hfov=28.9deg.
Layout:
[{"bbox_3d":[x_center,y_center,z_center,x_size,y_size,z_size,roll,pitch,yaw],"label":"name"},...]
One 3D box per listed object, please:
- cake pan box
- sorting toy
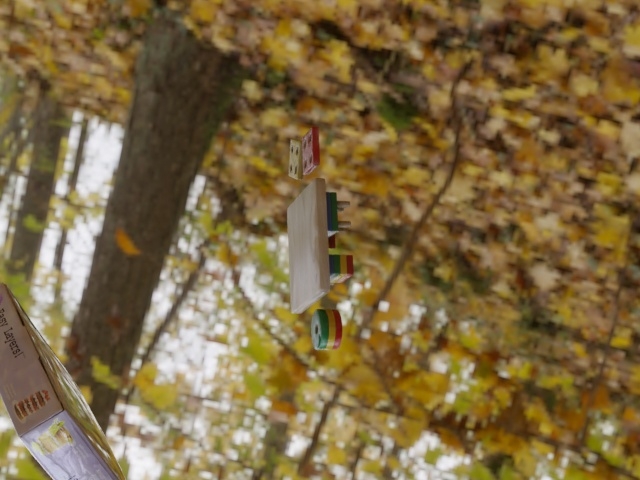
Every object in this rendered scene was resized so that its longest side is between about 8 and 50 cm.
[{"bbox_3d":[-0.338,0.211,1.566,0.070,0.245,0.267,-29,-134,-10],"label":"cake pan box"},{"bbox_3d":[0.000,0.000,1.452,0.046,0.274,0.132,1,165,-16],"label":"sorting toy"}]
